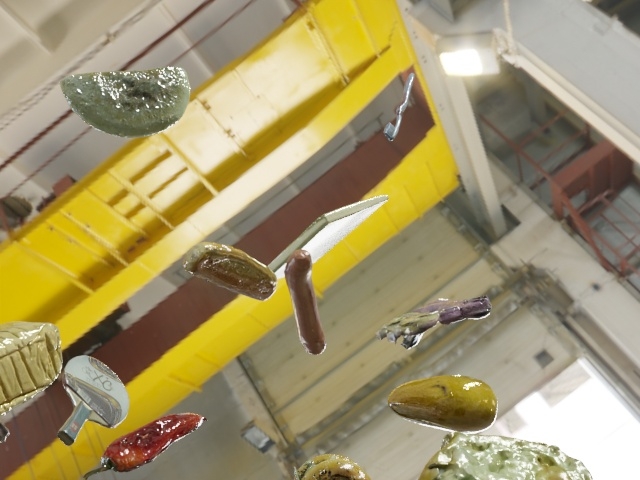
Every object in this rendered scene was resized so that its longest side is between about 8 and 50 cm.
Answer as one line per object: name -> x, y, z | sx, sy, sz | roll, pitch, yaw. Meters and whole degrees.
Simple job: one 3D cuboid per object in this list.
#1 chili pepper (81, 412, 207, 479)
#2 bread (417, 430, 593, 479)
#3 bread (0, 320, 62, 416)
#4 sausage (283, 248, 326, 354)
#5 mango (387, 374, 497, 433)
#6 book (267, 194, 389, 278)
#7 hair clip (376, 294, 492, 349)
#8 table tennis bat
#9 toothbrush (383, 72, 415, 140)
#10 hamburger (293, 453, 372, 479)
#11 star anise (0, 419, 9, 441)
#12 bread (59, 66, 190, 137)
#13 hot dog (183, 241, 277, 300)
chili pepper -> -0.261, 0.304, 1.073 | 0.059, 0.050, 0.268 | -5, 6, 32
bread -> 0.198, 0.367, 0.819 | 0.238, 0.196, 0.252 | -6, -68, -64
bread -> -0.569, 0.228, 1.244 | 0.236, 0.106, 0.140 | -34, -58, -58
sausage -> -0.022, 0.087, 0.989 | 0.043, 0.043, 0.186 | -24, -51, -19
mango -> 0.214, 0.286, 1.255 | 0.195, 0.098, 0.137 | 2, -12, 21
book -> 0.000, 0.000, 1.826 | 0.239, 0.035, 0.352 | -21, -15, -43
hair clip -> 0.154, 0.122, 1.058 | 0.146, 0.056, 0.187 | -20, -11, -16
table tennis bat -> -0.488, 0.338, 1.492 | 0.022, 0.173, 0.301 | -41, 10, 9
toothbrush -> 0.116, -0.196, 1.014 | 0.019, 0.193, 0.013 | 41, -50, -15
hamburger -> 0.018, 0.522, 1.439 | 0.177, 0.185, 0.113 | -50, 4, -2
star anise -> -0.449, 0.171, 0.817 | 0.089, 0.209, 0.231 | -44, 10, -16
bread -> -0.278, -0.206, 1.058 | 0.193, 0.112, 0.036 | -12, -21, -26
hot dog -> -0.136, 0.044, 1.110 | 0.066, 0.047, 0.216 | -50, -33, 8
